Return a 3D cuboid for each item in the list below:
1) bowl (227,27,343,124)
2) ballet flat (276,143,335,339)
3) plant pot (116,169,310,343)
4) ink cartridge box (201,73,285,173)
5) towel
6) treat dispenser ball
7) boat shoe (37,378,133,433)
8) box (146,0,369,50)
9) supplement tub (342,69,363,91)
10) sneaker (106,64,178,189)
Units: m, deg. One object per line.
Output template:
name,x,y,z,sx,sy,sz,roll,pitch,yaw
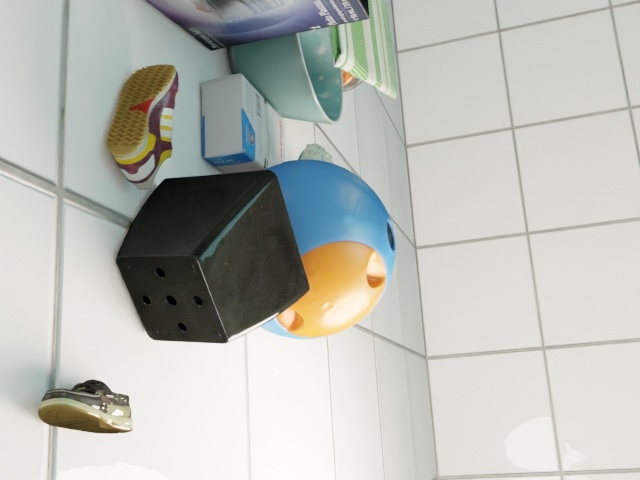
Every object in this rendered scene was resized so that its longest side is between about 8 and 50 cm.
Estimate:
bowl,-0.074,-0.366,1.359,0.311,0.163,0.312,-7,90,-74
ballet flat,0.000,0.000,1.353,0.147,0.146,0.409,53,45,-59
plant pot,-0.149,0.034,0.909,0.167,0.187,0.188,-52,134,-50
ink cartridge box,-0.130,-0.182,1.223,0.190,0.082,0.140,39,45,-69
towel,0.091,-0.460,1.539,0.325,0.038,0.248,0,82,-66
treat dispenser ball,-0.023,0.014,1.128,0.288,0.288,0.288,-8,90,-74
boat shoe,-0.243,0.170,0.730,0.152,0.056,0.049,70,13,-65
box,-0.102,-0.436,1.057,0.296,0.293,0.183,14,72,-73
supplement tub,0.050,-0.490,1.769,0.338,0.207,0.207,-60,139,-66
sneaker,-0.226,-0.153,0.925,0.084,0.069,0.186,76,21,-50
